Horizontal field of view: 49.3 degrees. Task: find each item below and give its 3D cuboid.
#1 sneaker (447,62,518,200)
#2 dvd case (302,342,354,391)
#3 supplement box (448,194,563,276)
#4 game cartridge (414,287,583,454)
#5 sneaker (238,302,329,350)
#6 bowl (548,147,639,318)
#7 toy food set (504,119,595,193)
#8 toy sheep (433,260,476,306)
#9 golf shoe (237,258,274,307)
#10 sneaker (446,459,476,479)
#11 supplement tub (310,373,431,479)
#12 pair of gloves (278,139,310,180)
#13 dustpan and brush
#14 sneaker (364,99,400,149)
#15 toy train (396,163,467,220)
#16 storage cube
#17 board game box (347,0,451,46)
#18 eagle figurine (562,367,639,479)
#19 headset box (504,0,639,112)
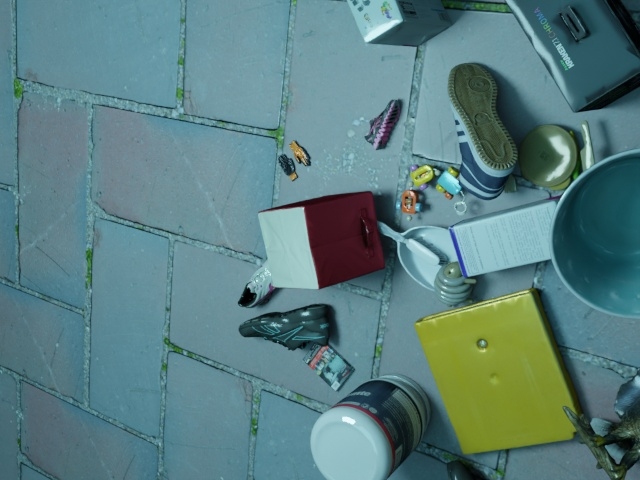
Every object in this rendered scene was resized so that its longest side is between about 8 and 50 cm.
[{"bbox_3d":[0.314,-0.214,1.410,0.099,0.153,0.282,-9,60,-2],"label":"sneaker"},{"bbox_3d":[0.019,0.311,1.754,0.119,0.013,0.087,42,118,19],"label":"dvd case"},{"bbox_3d":[0.390,-0.010,1.404,0.220,0.111,0.113,-17,92,33],"label":"supplement box"},{"bbox_3d":[0.386,0.290,1.512,0.285,0.053,0.323,-20,92,32],"label":"game cartridge"},{"bbox_3d":[-0.094,0.229,1.751,0.267,0.101,0.106,-13,92,33],"label":"sneaker"},{"bbox_3d":[0.563,-0.035,1.237,0.312,0.163,0.311,6,114,13],"label":"bowl"},{"bbox_3d":[0.453,-0.163,1.384,0.192,0.039,0.132,-7,92,43],"label":"toy food set"},{"bbox_3d":[0.288,0.098,1.502,0.091,0.091,0.132,21,132,26],"label":"toy sheep"},{"bbox_3d":[-0.142,0.105,1.764,0.067,0.086,0.186,43,117,18],"label":"golf shoe"},{"bbox_3d":[0.415,0.606,1.533,0.146,0.122,0.330,-40,78,13],"label":"sneaker"},{"bbox_3d":[0.119,0.423,1.563,0.191,0.272,0.191,7,103,30],"label":"supplement tub"},{"bbox_3d":[-0.065,-0.194,1.698,0.083,0.010,0.074,-42,79,33],"label":"pair of gloves"},{"bbox_3d":[0.205,0.008,1.549,0.211,0.060,0.147,35,116,20],"label":"dustpan and brush"},{"bbox_3d":[0.133,-0.263,1.549,0.057,0.047,0.119,40,117,31],"label":"sneaker"},{"bbox_3d":[0.246,-0.105,1.512,0.166,0.046,0.125,4,103,34],"label":"toy train"},{"bbox_3d":[0.000,0.000,1.561,0.215,0.193,0.183,-2,100,53],"label":"storage cube"},{"bbox_3d":[0.120,-0.545,1.388,0.098,0.224,0.303,-24,87,35],"label":"board game box"},{"bbox_3d":[0.649,0.345,1.309,0.298,0.225,0.226,-33,127,3],"label":"eagle figurine"},{"bbox_3d":[0.450,-0.357,1.194,0.131,0.283,0.246,-33,82,32],"label":"headset box"}]
